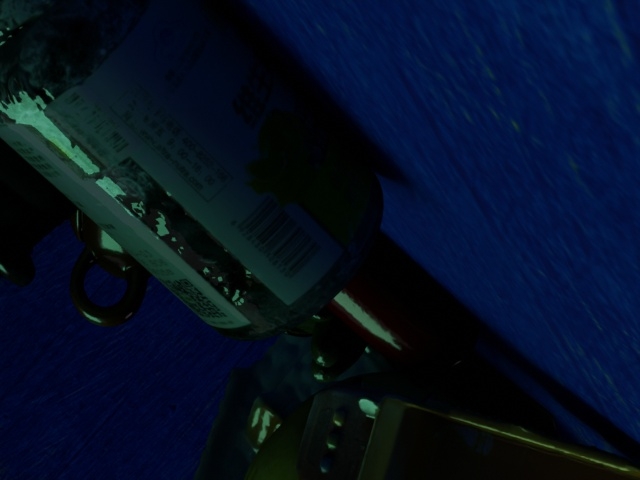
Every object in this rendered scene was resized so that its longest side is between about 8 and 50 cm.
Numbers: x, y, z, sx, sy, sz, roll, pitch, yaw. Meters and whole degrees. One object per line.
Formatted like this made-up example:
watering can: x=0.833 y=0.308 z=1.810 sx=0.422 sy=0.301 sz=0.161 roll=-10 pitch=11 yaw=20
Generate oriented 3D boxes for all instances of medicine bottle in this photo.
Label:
medicine bottle: x=-0.101 y=-0.078 z=0.855 sx=0.293 sy=0.141 sz=0.141 roll=44 pitch=174 yaw=-29

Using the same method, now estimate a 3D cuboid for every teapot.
teapot: x=-0.211 y=-0.031 z=1.517 sx=0.135 sy=0.252 sz=0.178 roll=6 pitch=155 yaw=3

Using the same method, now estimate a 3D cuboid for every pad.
pad: x=0.166 y=0.158 z=1.363 sx=0.127 sy=0.004 sz=0.190 roll=33 pitch=164 yaw=25

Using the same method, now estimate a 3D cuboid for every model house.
model house: x=-0.001 y=0.290 z=1.729 sx=0.297 sy=0.339 sz=0.360 roll=49 pitch=180 yaw=22

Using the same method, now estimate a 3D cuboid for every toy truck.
toy truck: x=0.118 y=0.184 z=1.117 sx=0.270 sy=0.114 sz=0.135 roll=14 pitch=173 yaw=26

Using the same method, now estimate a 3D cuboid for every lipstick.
lipstick: x=-0.001 y=0.001 z=1.135 sx=0.279 sy=0.073 sz=0.073 roll=42 pitch=174 yaw=-4

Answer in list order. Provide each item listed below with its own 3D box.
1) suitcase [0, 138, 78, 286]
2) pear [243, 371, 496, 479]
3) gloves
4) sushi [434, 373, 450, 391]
suitcase: x=-0.329 y=-0.147 z=1.094 sx=0.339 sy=0.188 sz=0.345 roll=46 pitch=180 yaw=24
pear: x=0.064 y=0.268 z=1.359 sx=0.309 sy=0.309 sz=0.309 roll=41 pitch=174 yaw=5
gloves: x=-0.004 y=0.049 z=1.290 sx=0.135 sy=0.107 sz=0.268 roll=17 pitch=-176 yaw=-7
sushi: x=0.164 y=0.175 z=1.499 sx=0.201 sy=0.031 sz=0.139 roll=48 pitch=164 yaw=-33
